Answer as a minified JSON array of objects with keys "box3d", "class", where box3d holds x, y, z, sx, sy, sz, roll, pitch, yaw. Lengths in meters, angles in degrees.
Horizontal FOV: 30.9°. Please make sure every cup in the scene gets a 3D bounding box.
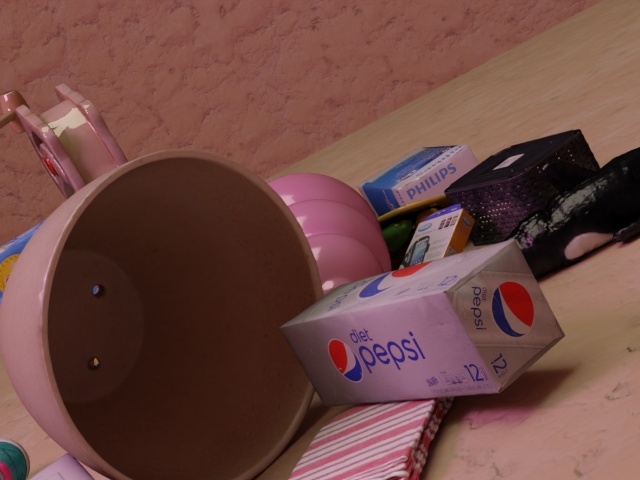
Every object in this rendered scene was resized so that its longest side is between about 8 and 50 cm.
[{"box3d":[-0.194,0.084,1.182,0.237,0.331,0.331,-5,26,47],"class":"cup"}]

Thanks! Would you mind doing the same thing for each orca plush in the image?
[{"box3d":[0.255,-0.038,1.249,0.287,0.102,0.151,-28,10,17],"class":"orca plush"}]

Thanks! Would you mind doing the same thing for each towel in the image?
[{"box3d":[0.042,0.181,1.010,0.144,0.029,0.197,-26,8,24],"class":"towel"}]

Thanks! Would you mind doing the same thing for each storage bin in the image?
[{"box3d":[0.255,-0.065,1.447,0.122,0.084,0.180,-35,11,-24],"class":"storage bin"}]

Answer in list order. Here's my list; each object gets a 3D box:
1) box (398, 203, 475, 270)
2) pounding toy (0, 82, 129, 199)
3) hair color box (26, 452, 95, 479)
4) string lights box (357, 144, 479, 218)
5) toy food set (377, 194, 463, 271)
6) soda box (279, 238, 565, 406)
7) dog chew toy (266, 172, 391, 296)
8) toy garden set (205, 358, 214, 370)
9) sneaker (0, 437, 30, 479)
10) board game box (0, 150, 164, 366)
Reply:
[{"box3d":[0.139,0.016,1.422,0.081,0.028,0.136,-19,34,49],"class":"box"},{"box3d":[-0.371,-0.111,1.588,0.154,0.154,0.269,-33,30,-15],"class":"pounding toy"},{"box3d":[-0.234,0.300,0.967,0.185,0.114,0.374,-34,9,-17],"class":"hair color box"},{"box3d":[0.161,-0.091,1.881,0.133,0.077,0.259,-32,10,-8],"class":"string lights box"},{"box3d":[0.116,0.001,1.586,0.128,0.071,0.218,-10,-10,-35],"class":"toy food set"},{"box3d":[0.081,0.081,1.045,0.091,0.098,0.286,-33,7,-30],"class":"soda box"},{"box3d":[-0.005,0.033,1.409,0.206,0.207,0.332,-31,15,-2],"class":"dog chew toy"},{"box3d":[-0.121,0.148,1.425,0.244,0.049,0.203,-2,4,-44],"class":"toy garden set"},{"box3d":[-0.523,0.363,1.518,0.295,0.124,0.178,-31,0,-11],"class":"sneaker"},{"box3d":[-0.264,0.086,1.571,0.302,0.308,0.086,-36,12,-27],"class":"board game box"}]
